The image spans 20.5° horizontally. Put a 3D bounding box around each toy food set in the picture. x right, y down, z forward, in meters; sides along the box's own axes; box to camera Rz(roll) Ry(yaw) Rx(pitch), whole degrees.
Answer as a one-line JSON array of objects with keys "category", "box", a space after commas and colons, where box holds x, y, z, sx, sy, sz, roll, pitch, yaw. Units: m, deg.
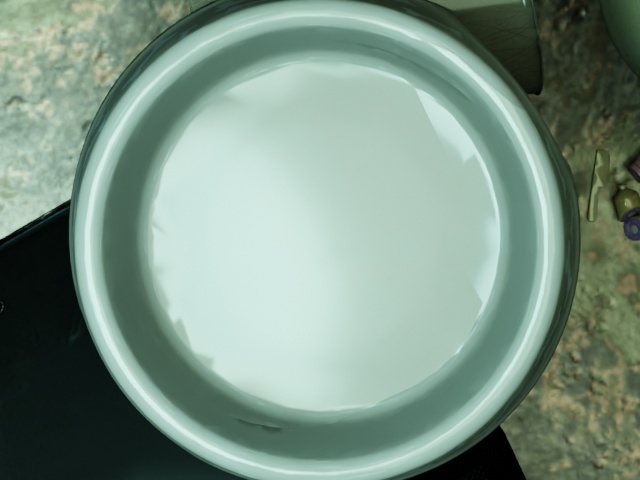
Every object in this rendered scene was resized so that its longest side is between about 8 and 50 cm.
[{"category": "toy food set", "box": [0.269, -0.034, 1.351, 0.122, 0.019, 0.078, 7, 92, -7]}]

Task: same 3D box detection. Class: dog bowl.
[{"category": "dog bowl", "box": [0.000, 0.000, 1.141, 0.348, 0.102, 0.349, 0, 93, 1]}]

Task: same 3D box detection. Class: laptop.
[{"category": "laptop", "box": [-0.073, 0.174, 1.324, 0.382, 0.236, 0.408, -30, 124, -4]}]

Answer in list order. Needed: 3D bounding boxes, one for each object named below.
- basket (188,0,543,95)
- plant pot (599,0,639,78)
[{"category": "basket", "box": [0.021, -0.175, 1.253, 0.226, 0.154, 0.204, -13, 79, -2]}, {"category": "plant pot", "box": [0.332, -0.196, 1.206, 0.333, 0.305, 0.334, 0, 93, -7]}]
